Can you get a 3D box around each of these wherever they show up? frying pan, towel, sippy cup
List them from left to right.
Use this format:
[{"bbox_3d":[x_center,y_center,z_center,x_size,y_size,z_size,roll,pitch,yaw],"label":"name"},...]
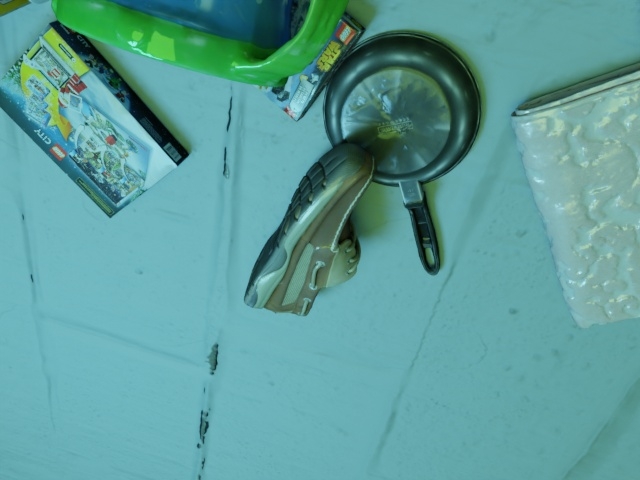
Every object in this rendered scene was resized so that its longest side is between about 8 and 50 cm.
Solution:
[{"bbox_3d":[-0.112,-0.291,0.524,0.306,0.240,0.224,17,111,-5],"label":"sippy cup"},{"bbox_3d":[0.088,-0.096,0.705,0.197,0.053,0.326,13,122,9],"label":"frying pan"},{"bbox_3d":[0.423,-0.054,0.639,0.317,0.053,0.331,-16,116,23],"label":"towel"}]

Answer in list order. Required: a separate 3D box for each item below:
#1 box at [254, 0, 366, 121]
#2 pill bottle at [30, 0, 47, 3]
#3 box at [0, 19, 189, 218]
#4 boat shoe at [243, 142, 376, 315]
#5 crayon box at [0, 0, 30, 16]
[{"bbox_3d":[-0.024,-0.223,0.651,0.094,0.027,0.137,41,124,-2],"label":"box"},{"bbox_3d":[-0.383,-0.361,0.612,0.193,0.108,0.108,38,124,-11],"label":"pill bottle"},{"bbox_3d":[-0.321,-0.161,0.765,0.159,0.044,0.233,-29,111,28],"label":"box"},{"bbox_3d":[0.000,0.000,0.746,0.116,0.123,0.324,25,138,-11],"label":"boat shoe"},{"bbox_3d":[-0.536,-0.314,0.620,0.323,0.203,0.083,35,132,-9],"label":"crayon box"}]
